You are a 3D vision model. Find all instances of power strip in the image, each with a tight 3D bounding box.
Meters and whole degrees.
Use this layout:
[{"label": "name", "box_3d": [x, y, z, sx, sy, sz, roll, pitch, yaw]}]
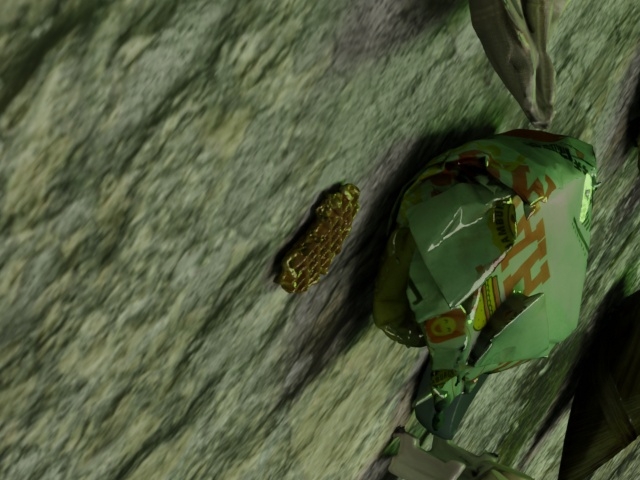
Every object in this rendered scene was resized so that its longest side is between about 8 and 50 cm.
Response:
[{"label": "power strip", "box_3d": [0.148, 0.094, 1.711, 0.216, 0.044, 0.137, -45, 156, -31]}]

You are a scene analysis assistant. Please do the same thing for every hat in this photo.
[{"label": "hat", "box_3d": [0.132, -0.212, 1.181, 0.226, 0.164, 0.219, 44, 77, -30]}]

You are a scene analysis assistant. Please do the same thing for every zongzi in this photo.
[{"label": "zongzi", "box_3d": [0.347, 0.168, 2.188, 0.242, 0.112, 0.221, -48, 160, -21]}]

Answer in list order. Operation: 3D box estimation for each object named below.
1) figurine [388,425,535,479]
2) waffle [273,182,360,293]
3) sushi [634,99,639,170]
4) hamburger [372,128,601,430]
[{"label": "figurine", "box_3d": [0.080, 0.305, 1.765, 0.257, 0.144, 0.182, -63, 180, 9]}, {"label": "waffle", "box_3d": [0.001, -0.001, 1.271, 0.085, 0.016, 0.078, -59, 164, 6]}, {"label": "sushi", "box_3d": [0.381, -0.148, 1.763, 0.131, 0.139, 0.291, -50, 159, -41]}, {"label": "hamburger", "box_3d": [0.115, 0.027, 1.426, 0.214, 0.125, 0.235, -18, 134, -52]}]
